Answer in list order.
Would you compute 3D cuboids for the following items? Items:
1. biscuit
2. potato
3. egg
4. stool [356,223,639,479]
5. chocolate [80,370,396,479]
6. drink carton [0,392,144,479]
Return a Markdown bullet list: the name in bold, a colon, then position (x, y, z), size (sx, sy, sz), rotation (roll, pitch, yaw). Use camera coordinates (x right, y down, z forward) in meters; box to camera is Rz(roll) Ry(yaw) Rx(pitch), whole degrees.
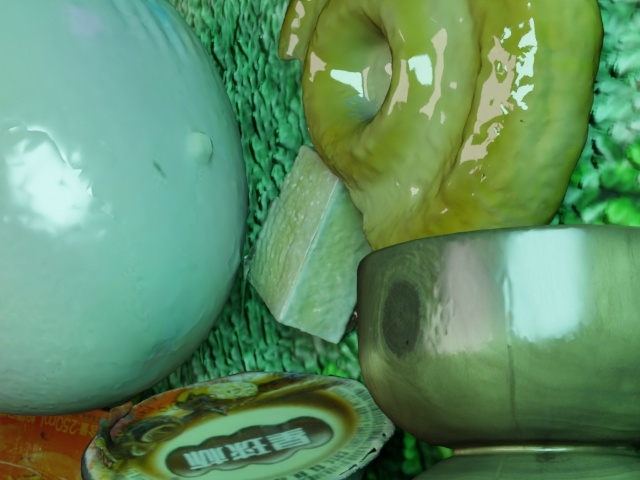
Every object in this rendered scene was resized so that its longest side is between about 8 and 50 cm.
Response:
- **biscuit**: position (0.067, -0.121, 0.749), size (0.213, 0.091, 0.274), rotation (-58, 39, 31)
- **potato**: position (0.001, -0.002, 0.840), size (0.086, 0.061, 0.122), rotation (44, 117, 51)
- **egg**: position (-0.205, -0.024, 0.899), size (0.340, 0.354, 0.354), rotation (47, 121, 31)
- **stool**: position (0.105, 0.139, 0.566), size (0.179, 0.179, 0.264), rotation (-15, 70, 52)
- **chocolate**: position (-0.052, 0.180, 0.796), size (0.221, 0.221, 0.147), rotation (26, 123, 53)
- **drink carton**: position (-0.263, 0.283, 1.046), size (0.111, 0.155, 0.351), rotation (-93, 17, -82)
